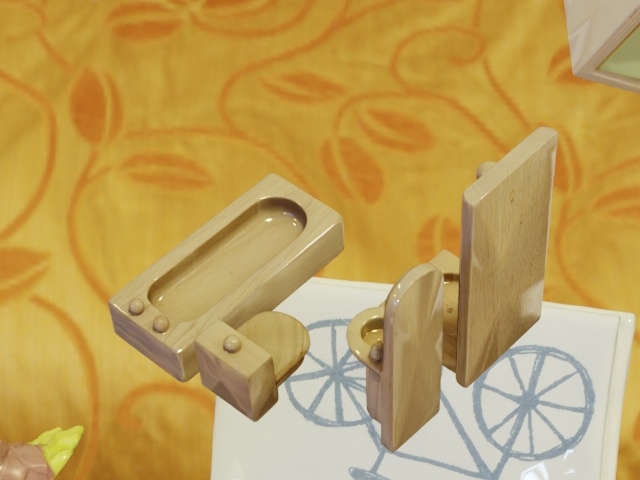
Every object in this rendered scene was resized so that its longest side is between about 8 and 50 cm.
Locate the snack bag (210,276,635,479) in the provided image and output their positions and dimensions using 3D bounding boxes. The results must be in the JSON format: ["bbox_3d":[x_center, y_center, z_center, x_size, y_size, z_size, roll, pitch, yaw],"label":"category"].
[{"bbox_3d":[0.063,0.204,1.128,0.323,0.037,0.343,5,89,20],"label":"snack bag"}]

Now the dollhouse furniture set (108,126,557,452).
[{"bbox_3d":[0.000,0.000,0.673,0.151,0.123,0.144,33,57,29],"label":"dollhouse furniture set"}]

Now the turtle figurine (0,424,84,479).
[{"bbox_3d":[-0.220,0.057,0.697,0.217,0.269,0.087,35,61,-9],"label":"turtle figurine"}]

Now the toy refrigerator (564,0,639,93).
[{"bbox_3d":[0.291,-0.212,1.075,0.102,0.269,0.094,13,56,-20],"label":"toy refrigerator"}]
